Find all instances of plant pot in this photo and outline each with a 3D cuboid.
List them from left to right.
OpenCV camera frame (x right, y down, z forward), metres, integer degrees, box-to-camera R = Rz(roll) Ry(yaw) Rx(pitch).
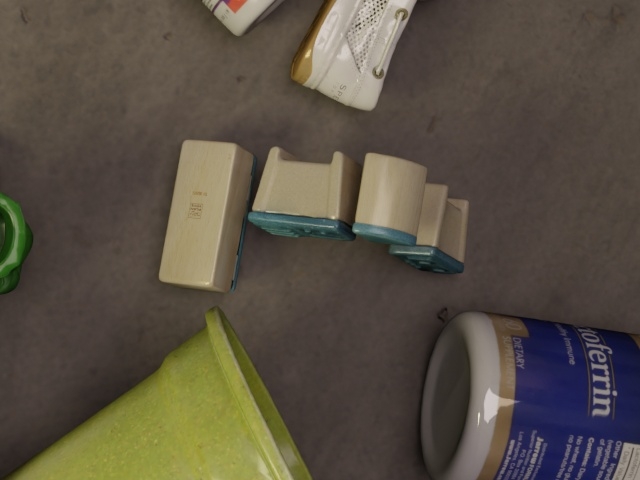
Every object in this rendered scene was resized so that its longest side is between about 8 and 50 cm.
[{"bbox_3d":[-0.127,0.228,1.047,0.253,0.276,0.276,-27,91,-3],"label":"plant pot"}]

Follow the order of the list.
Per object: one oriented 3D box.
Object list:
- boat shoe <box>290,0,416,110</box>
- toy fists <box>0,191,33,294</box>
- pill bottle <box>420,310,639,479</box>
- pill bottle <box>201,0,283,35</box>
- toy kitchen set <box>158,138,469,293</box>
[{"bbox_3d":[0.076,-0.240,1.208,0.096,0.098,0.277,29,88,-9],"label":"boat shoe"},{"bbox_3d":[-0.354,0.030,1.051,0.279,0.142,0.096,-16,94,-21],"label":"toy fists"},{"bbox_3d":[0.229,0.150,1.172,0.264,0.153,0.153,9,83,-12],"label":"pill bottle"},{"bbox_3d":[-0.096,-0.274,1.163,0.193,0.108,0.108,46,77,-5],"label":"pill bottle"},{"bbox_3d":[0.000,0.000,1.183,0.207,0.166,0.122,6,81,25],"label":"toy kitchen set"}]
